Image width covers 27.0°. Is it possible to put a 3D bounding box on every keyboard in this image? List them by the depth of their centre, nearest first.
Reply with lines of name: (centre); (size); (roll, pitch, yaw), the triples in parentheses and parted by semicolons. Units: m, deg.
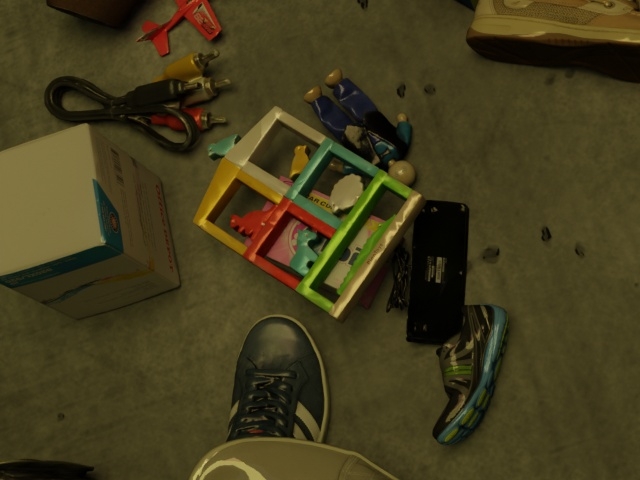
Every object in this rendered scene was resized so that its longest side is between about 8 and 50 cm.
keyboard: (0.137, 0.041, 1.724); (0.100, 0.038, 0.192); (8, 73, -5)

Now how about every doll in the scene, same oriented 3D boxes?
doll: (0.058, -0.139, 1.790); (0.129, 0.046, 0.189); (-39, 72, -9)

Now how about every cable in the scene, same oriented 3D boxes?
cable: (-0.262, -0.187, 1.915); (0.287, 0.072, 0.139); (-6, 88, 28)

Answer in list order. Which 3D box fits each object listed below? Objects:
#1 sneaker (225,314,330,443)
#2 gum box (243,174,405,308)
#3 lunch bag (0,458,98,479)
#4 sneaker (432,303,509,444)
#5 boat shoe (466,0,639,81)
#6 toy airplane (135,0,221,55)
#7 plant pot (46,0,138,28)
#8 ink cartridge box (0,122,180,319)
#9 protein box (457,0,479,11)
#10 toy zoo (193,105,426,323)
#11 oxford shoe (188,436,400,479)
sneaker: (-0.070, 0.252, 1.647); (0.131, 0.148, 0.350); (-3, 72, 16)
gum box: (0.000, 0.000, 1.754); (0.188, 0.062, 0.107); (24, 81, 23)
lunch bag: (-0.341, 0.359, 1.647); (0.287, 0.235, 0.169); (27, 88, 22)
sneaker: (0.176, 0.165, 1.649); (0.078, 0.067, 0.188); (13, 71, 22)
boat shoe: (0.358, -0.281, 1.704); (0.341, 0.121, 0.110); (11, 77, 21)
toy airplane: (-0.203, -0.327, 1.940); (0.151, 0.028, 0.151); (-6, 70, 16)
plant pot: (-0.309, -0.432, 1.928); (0.215, 0.215, 0.230); (18, 93, 21)
ink cartridge box: (-0.317, -0.018, 1.764); (0.168, 0.232, 0.171); (-17, 69, 13)
protein box: (0.149, -0.443, 1.777); (0.201, 0.200, 0.136); (34, 85, 23)
toy zoo: (-0.034, -0.048, 1.727); (0.293, 0.030, 0.192); (32, 84, 24)
oxford shoe: (0.064, 0.342, 1.507); (0.449, 0.130, 0.169); (24, 84, 0)
